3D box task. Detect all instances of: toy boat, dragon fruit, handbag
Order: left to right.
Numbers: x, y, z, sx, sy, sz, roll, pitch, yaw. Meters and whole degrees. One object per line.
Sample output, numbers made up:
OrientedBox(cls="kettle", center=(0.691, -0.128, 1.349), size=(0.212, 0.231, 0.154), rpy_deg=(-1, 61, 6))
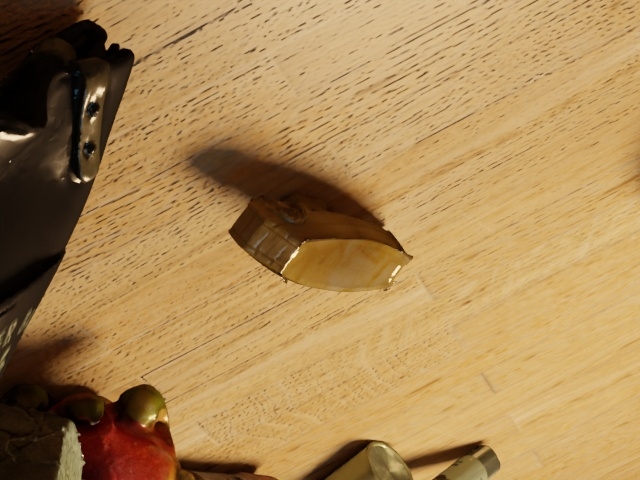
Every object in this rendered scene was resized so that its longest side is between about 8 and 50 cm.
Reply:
OrientedBox(cls="handbag", center=(-0.234, 0.012, 0.977), size=(0.288, 0.152, 0.342), rpy_deg=(-54, 180, 28))
OrientedBox(cls="dragon fruit", center=(-0.233, 0.248, 1.365), size=(0.307, 0.228, 0.243), rpy_deg=(-15, 148, 11))
OrientedBox(cls="toy boat", center=(0.000, 0.000, 1.275), size=(0.064, 0.072, 0.206), rpy_deg=(-53, 152, 14))

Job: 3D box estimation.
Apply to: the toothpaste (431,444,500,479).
OrientedBox(cls="toothpaste", center=(0.103, 0.288, 1.732), size=(0.239, 0.039, 0.062), rpy_deg=(-31, 178, -36))

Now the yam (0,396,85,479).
OrientedBox(cls="yam", center=(-0.334, 0.212, 1.131), size=(0.348, 0.241, 0.241), rpy_deg=(6, 144, -4))

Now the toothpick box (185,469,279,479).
OrientedBox(cls="toothpick box", center=(-0.108, 0.271, 1.586), size=(0.149, 0.098, 0.098), rpy_deg=(13, 133, -44))

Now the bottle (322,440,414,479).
OrientedBox(cls="bottle", center=(0.005, 0.294, 1.723), size=(0.201, 0.072, 0.072), rpy_deg=(-41, 145, 25))
